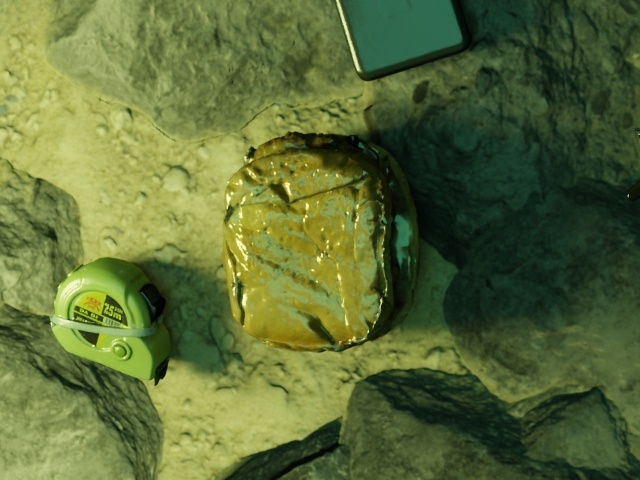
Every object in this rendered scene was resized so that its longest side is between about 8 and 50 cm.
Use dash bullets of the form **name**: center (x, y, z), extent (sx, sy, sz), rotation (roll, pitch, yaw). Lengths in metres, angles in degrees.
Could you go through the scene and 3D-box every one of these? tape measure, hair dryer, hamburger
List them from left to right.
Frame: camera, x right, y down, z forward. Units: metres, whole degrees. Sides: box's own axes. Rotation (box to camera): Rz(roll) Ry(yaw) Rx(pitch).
- **tape measure**: center (-0.288, 0.100, 1.909), extent (0.177, 0.087, 0.154), rotation (16, 115, 10)
- **hamburger**: center (0.001, 0.001, 1.806), extent (0.259, 0.144, 0.283), rotation (8, 105, 15)
- **hair dryer**: center (0.411, -0.100, 1.764), extent (0.079, 0.031, 0.083), rotation (-32, 78, 24)

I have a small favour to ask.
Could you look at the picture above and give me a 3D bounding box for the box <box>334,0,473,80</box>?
- **box**: center (0.091, -0.332, 1.773), extent (0.160, 0.050, 0.230), rotation (-16, 96, 15)
